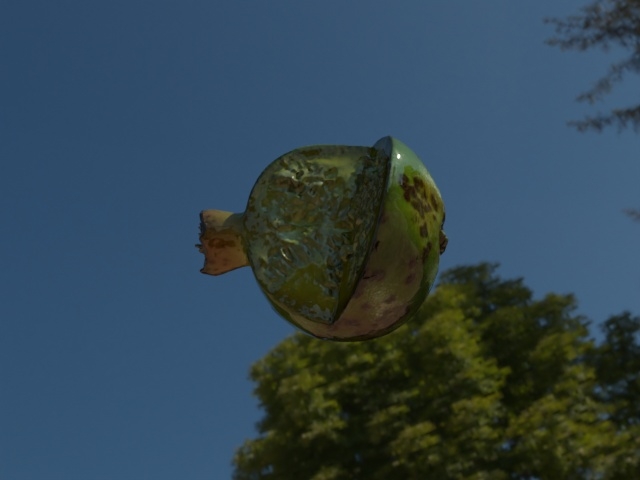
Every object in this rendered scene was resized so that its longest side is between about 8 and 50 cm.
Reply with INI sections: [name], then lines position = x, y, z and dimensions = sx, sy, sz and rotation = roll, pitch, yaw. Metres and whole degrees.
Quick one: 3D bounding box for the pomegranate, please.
[pomegranate]
position = 0.008, 0.004, 0.717
dimensions = 0.169, 0.143, 0.122
rotation = -17, -28, 23
